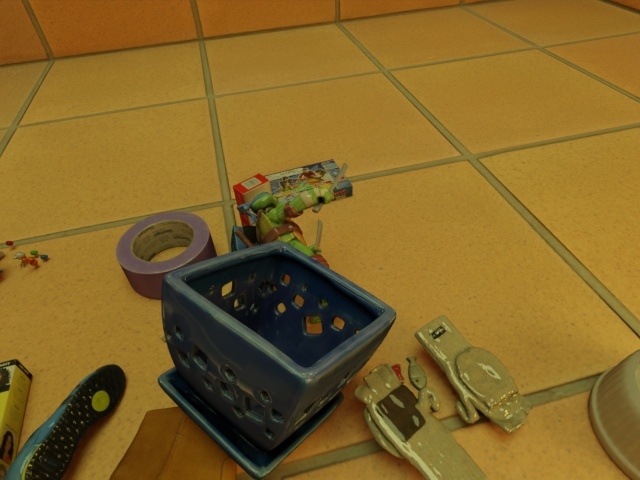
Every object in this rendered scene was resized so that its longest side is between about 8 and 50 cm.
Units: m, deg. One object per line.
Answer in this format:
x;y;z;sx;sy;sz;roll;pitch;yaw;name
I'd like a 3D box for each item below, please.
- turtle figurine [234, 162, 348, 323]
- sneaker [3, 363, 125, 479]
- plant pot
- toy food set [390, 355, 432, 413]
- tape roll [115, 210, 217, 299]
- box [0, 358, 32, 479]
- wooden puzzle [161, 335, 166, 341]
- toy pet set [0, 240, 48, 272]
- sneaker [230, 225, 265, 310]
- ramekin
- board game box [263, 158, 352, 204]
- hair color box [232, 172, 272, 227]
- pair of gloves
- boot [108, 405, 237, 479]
0.000;0.000;0.806;0.275;0.198;0.266;1;55;-44;turtle figurine
-0.384;0.275;0.643;0.082;0.069;0.209;-18;28;26;sneaker
-0.070;0.158;0.596;0.236;0.211;0.236;30;25;25;plant pot
0.142;0.240;0.675;0.078;0.019;0.122;-12;44;-9;toy food set
-0.319;0.027;0.895;0.189;0.080;0.188;-2;42;2;tape roll
-0.505;0.296;0.633;0.088;0.058;0.232;-13;44;-11;box
-0.259;0.162;0.798;0.083;0.006;0.049;-28;48;-24;wooden puzzle
-0.689;0.054;0.925;0.122;0.065;0.114;17;12;17;toy pet set
-0.123;0.056;0.849;0.091;0.081;0.232;1;48;-20;sneaker
0.500;0.241;0.584;0.208;0.108;0.207;-2;42;2;ramekin
-0.036;-0.140;1.086;0.202;0.035;0.136;-16;44;-12;board game box
-0.141;-0.070;0.940;0.072;0.141;0.043;-32;49;-27;hair color box
0.182;0.240;0.633;0.240;0.042;0.204;-30;57;-32;pair of gloves
-0.131;0.320;0.552;0.296;0.104;0.211;6;39;7;boot
